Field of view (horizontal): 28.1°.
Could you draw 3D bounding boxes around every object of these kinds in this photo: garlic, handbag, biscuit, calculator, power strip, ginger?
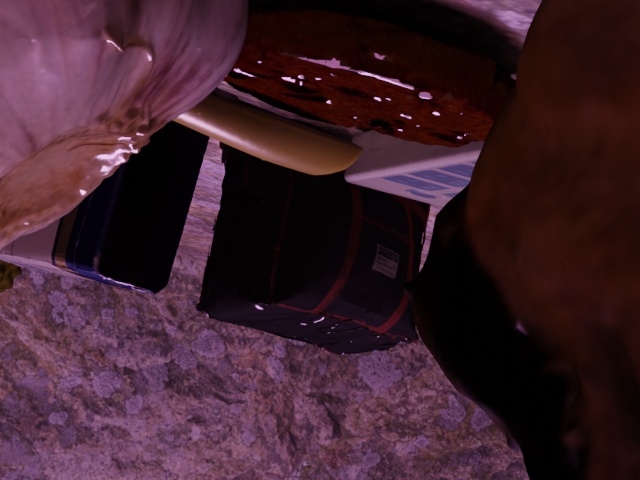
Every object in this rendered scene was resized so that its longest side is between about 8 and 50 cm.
[{"bbox_3d":[-0.185,-0.112,0.535,0.253,0.245,0.245,50,178,6],"label":"garlic"},{"bbox_3d":[0.000,0.000,1.108,0.155,0.169,0.215,-12,159,37],"label":"handbag"},{"bbox_3d":[0.021,-0.095,0.723,0.192,0.049,0.192,12,174,1],"label":"biscuit"},{"bbox_3d":[-0.097,-0.093,0.817,0.236,0.033,0.157,19,-174,-31],"label":"calculator"},{"bbox_3d":[0.118,-0.057,0.878,0.106,0.043,0.367,14,175,-18],"label":"power strip"},{"bbox_3d":[0.176,0.018,0.489,0.200,0.223,0.269,6,-141,-39],"label":"ginger"}]

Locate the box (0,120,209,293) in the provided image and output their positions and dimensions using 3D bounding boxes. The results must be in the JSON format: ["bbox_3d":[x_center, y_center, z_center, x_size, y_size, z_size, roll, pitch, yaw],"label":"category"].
[{"bbox_3d":[-0.190,-0.052,1.047,0.071,0.168,0.259,20,173,-35],"label":"box"}]

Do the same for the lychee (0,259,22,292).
[{"bbox_3d":[-0.465,-0.026,1.457,0.270,0.270,0.320,14,-173,-8],"label":"lychee"}]
